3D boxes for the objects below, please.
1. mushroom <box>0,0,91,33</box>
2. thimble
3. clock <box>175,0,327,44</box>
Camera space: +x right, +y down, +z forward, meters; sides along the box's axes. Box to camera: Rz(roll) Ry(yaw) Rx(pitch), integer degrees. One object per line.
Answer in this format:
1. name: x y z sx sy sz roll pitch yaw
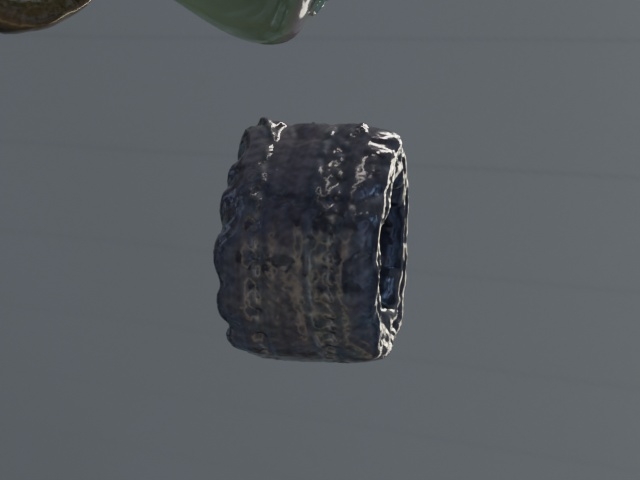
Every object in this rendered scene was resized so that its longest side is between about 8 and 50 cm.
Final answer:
1. mushroom: -0.253 -0.215 0.773 0.072 0.094 0.210 4 -25 41
2. thimble: 0.000 0.002 0.679 0.098 0.150 0.150 3 -45 12
3. clock: -0.062 -0.162 0.381 0.191 0.062 0.151 37 -22 3
